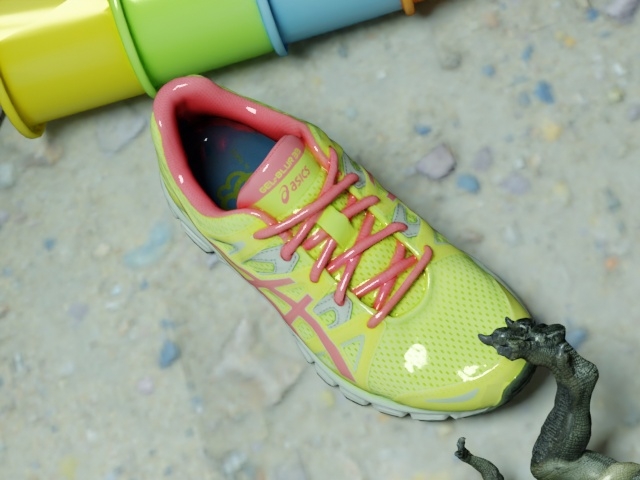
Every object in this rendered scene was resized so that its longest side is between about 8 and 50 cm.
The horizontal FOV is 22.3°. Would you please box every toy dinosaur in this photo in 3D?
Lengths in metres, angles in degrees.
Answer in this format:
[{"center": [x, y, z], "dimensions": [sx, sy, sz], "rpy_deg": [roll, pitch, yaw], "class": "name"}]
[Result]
[{"center": [0.118, 0.091, 0.613], "dimensions": [0.268, 0.064, 0.118], "rpy_deg": [-4, 104, 8], "class": "toy dinosaur"}]

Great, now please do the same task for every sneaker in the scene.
[{"center": [0.000, 0.000, 0.680], "dimensions": [0.208, 0.094, 0.081], "rpy_deg": [33, 75, 24], "class": "sneaker"}]

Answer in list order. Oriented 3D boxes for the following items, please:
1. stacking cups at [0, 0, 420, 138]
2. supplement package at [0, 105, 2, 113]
[{"center": [0.002, -0.127, 0.752], "dimensions": [0.316, 0.096, 0.096], "rpy_deg": [-13, 62, 4], "class": "stacking cups"}, {"center": [-0.293, -0.011, 0.713], "dimensions": [0.175, 0.177, 0.293], "rpy_deg": [14, 69, 20], "class": "supplement package"}]
